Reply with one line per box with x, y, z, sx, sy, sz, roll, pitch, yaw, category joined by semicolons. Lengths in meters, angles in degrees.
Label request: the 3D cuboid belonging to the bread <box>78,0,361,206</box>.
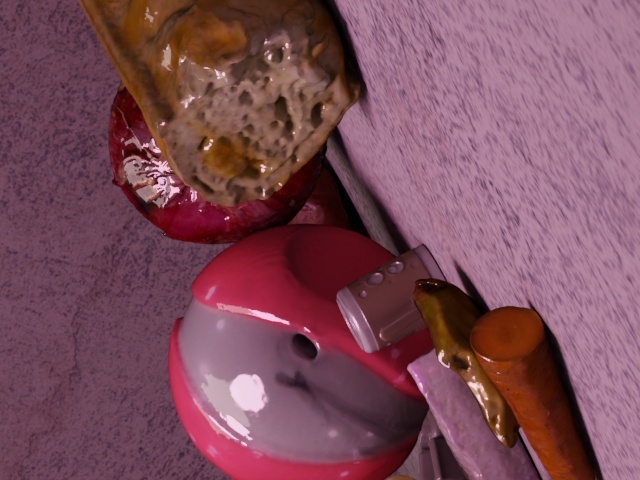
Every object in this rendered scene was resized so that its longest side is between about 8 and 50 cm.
-0.094;-0.186;1.705;0.252;0.196;0.238;63;180;29;bread

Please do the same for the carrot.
0.178;0.145;1.460;0.224;0.057;0.057;62;177;-37;carrot

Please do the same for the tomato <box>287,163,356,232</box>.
0.003;0.000;2.300;0.228;0.101;0.228;-15;-90;-87;tomato

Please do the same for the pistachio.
0.136;0.097;1.640;0.173;0.049;0.089;59;-161;20;pistachio

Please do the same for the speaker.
-0.018;0.136;1.985;0.294;0.294;0.294;62;176;8;speaker

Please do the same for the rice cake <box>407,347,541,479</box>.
0.196;0.275;1.871;0.399;0.070;0.064;64;178;-10;rice cake

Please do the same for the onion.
-0.112;-0.119;2.051;0.190;0.246;0.246;-94;-22;-76;onion

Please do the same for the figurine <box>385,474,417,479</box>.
0.173;0.331;1.775;0.324;0.124;0.222;42;140;23;figurine

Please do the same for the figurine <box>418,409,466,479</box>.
0.158;0.371;2.252;0.285;0.167;0.343;-155;82;-79;figurine

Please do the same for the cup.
0.077;0.067;1.810;0.102;0.099;0.074;58;175;47;cup
